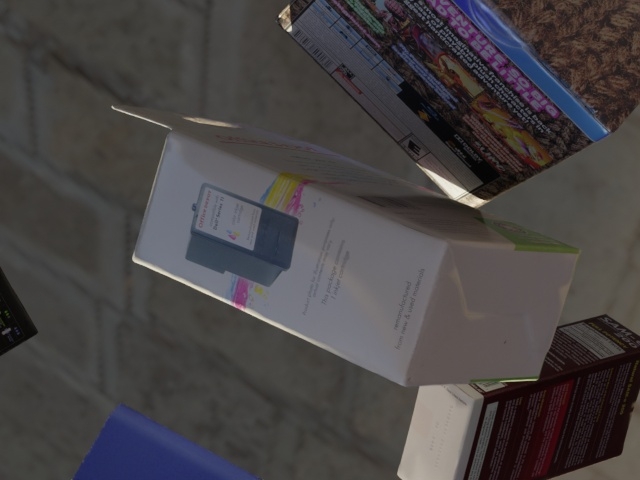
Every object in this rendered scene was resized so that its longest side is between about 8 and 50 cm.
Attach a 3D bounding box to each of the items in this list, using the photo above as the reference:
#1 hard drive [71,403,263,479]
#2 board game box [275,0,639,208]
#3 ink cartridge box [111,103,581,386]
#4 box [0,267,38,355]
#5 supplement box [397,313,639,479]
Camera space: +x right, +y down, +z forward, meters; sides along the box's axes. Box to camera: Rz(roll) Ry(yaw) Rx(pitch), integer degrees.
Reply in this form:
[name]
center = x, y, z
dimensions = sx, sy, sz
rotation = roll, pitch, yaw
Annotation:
[hard drive]
center = -0.109, 0.292, 1.655
dimensions = 0.319, 0.210, 0.040
rotation = 23, 169, 37
[board game box]
center = 0.127, -0.175, 1.506
dimensions = 0.232, 0.141, 0.291
rotation = 45, 160, -5
[ink cartridge box]
center = 0.000, 0.000, 1.556
dimensions = 0.353, 0.119, 0.207
rotation = 24, -168, 35
[box]
center = -0.224, 0.057, 1.180
dimensions = 0.052, 0.083, 0.062
rotation = 60, 160, -7
[supplement box]
center = 0.193, 0.158, 1.802
dimensions = 0.073, 0.239, 0.130
rotation = 38, 126, 41
